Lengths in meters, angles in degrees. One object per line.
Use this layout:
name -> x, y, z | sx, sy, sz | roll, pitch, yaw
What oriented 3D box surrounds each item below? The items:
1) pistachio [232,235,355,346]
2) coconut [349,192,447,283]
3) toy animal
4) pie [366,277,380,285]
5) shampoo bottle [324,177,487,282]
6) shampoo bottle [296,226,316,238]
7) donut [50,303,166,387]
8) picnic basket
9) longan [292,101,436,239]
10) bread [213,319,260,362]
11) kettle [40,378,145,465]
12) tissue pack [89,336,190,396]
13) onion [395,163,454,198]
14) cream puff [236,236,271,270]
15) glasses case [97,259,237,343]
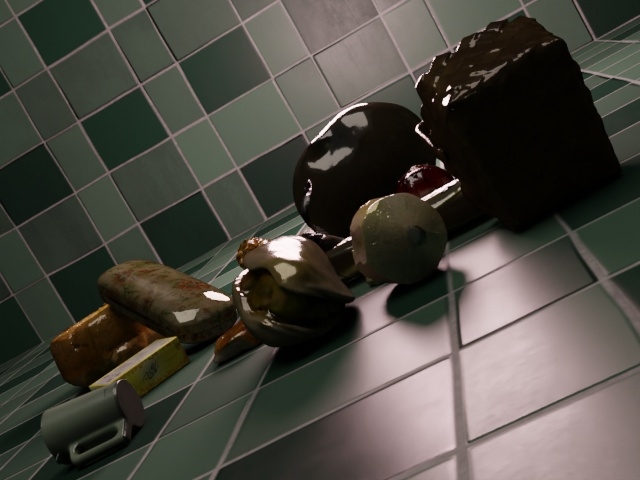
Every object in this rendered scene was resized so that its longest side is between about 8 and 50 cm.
pistachio -> -0.043, 0.087, 1.490 | 0.288, 0.197, 0.166 | -115, 42, -72
coconut -> 0.122, -0.002, 1.446 | 0.147, 0.147, 0.152 | -31, 7, -13
toy animal -> 0.016, 0.000, 1.791 | 0.160, 0.273, 0.197 | 6, -13, -17
pie -> 0.116, 0.051, 1.583 | 0.084, 0.020, 0.084 | -29, 8, 5
shampoo bottle -> 0.141, -0.011, 1.659 | 0.350, 0.084, 0.125 | -28, 6, 15
shampoo bottle -> 0.006, -0.032, 2.411 | 0.086, 0.056, 0.227 | -26, 8, 31
donut -> -0.505, 0.234, 2.241 | 0.299, 0.150, 0.317 | -32, 7, -3
picnic basket -> 0.296, -0.198, 1.467 | 0.254, 0.291, 0.321 | -29, 20, 4
longan -> 0.102, -0.151, 2.060 | 0.350, 0.288, 0.288 | -39, 8, -4
bread -> -0.147, 0.175, 1.675 | 0.126, 0.044, 0.129 | -31, 11, 4
kettle -> -0.376, 0.301, 1.507 | 0.148, 0.098, 0.127 | -25, 3, 11
tissue pack -> -0.353, 0.262, 1.798 | 0.176, 0.062, 0.095 | -34, 11, -36
onion -> 0.209, -0.091, 1.818 | 0.131, 0.131, 0.131 | -29, 7, 4
cream puff -> -0.164, 0.034, 2.414 | 0.116, 0.122, 0.094 | -6, -53, -50
glasses case -> -0.347, 0.129, 2.032 | 0.156, 0.098, 0.425 | -23, 26, -35
